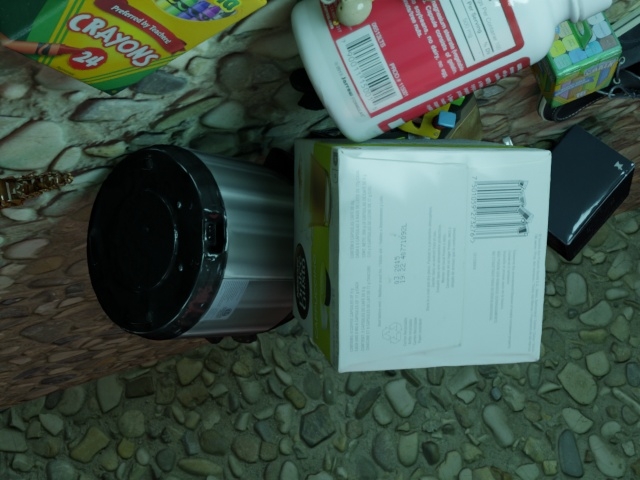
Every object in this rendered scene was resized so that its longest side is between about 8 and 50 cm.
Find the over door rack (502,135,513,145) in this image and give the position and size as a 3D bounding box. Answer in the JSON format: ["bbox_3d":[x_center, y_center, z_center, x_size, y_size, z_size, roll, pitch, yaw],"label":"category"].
[{"bbox_3d":[0.463,-0.168,2.140,0.239,0.108,0.324,-23,164,12],"label":"over door rack"}]

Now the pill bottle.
[{"bbox_3d":[0.182,-0.321,1.048,0.407,0.229,0.229,-23,164,14],"label":"pill bottle"}]

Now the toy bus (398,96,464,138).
[{"bbox_3d":[0.204,-0.297,1.378,0.104,0.202,0.191,14,168,-4],"label":"toy bus"}]

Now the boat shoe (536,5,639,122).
[{"bbox_3d":[0.671,-0.377,1.581,0.186,0.156,0.500,-9,163,-37],"label":"boat shoe"}]

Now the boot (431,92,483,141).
[{"bbox_3d":[0.251,-0.184,1.541,0.112,0.115,0.305,9,-133,49],"label":"boot"}]

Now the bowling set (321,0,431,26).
[{"bbox_3d":[0.100,-0.381,0.867,0.287,0.154,0.200,-27,162,17],"label":"bowling set"}]

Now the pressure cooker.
[{"bbox_3d":[-0.199,0.018,1.464,0.370,0.376,0.420,-20,165,36],"label":"pressure cooker"}]

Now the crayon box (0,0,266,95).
[{"bbox_3d":[-0.211,-0.309,0.900,0.318,0.081,0.202,-25,163,20],"label":"crayon box"}]

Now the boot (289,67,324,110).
[{"bbox_3d":[-0.014,-0.273,1.334,0.121,0.045,0.099,-12,166,-27],"label":"boot"}]

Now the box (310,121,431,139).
[{"bbox_3d":[0.101,-0.212,1.504,0.190,0.045,0.184,-13,-159,-18],"label":"box"}]

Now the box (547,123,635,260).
[{"bbox_3d":[0.769,-0.130,2.235,0.293,0.212,0.395,-50,160,5],"label":"box"}]

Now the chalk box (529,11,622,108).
[{"bbox_3d":[0.488,-0.371,1.421,0.132,0.132,0.213,-21,163,9],"label":"chalk box"}]

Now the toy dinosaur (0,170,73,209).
[{"bbox_3d":[-0.589,-0.082,1.204,0.322,0.164,0.218,-34,-177,-14],"label":"toy dinosaur"}]

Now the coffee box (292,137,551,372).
[{"bbox_3d":[0.145,0.002,1.238,0.338,0.338,0.334,-2,-169,-14],"label":"coffee box"}]
